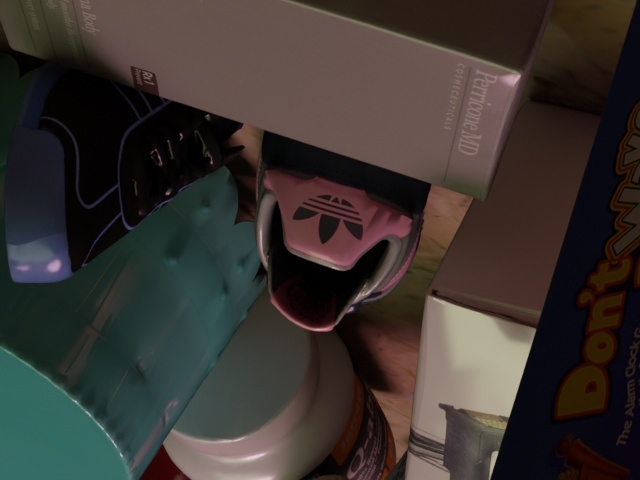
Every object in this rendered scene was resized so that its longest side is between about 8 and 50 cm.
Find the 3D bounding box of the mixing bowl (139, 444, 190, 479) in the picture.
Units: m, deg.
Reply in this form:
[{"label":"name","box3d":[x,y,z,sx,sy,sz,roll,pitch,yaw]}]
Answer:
[{"label":"mixing bowl","box3d":[-0.127,0.253,1.745,0.181,0.098,0.181,18,160,7]}]

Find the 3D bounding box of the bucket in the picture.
[{"label":"bucket","box3d":[-0.189,0.036,1.040,0.281,0.183,0.281,20,147,13]}]

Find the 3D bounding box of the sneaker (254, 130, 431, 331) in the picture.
[{"label":"sneaker","box3d":[0.000,0.000,0.927,0.112,0.131,0.319,17,160,6]}]

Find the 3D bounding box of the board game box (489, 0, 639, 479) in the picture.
[{"label":"board game box","box3d":[0.188,0.028,0.512,0.233,0.347,0.078,31,157,-28]}]

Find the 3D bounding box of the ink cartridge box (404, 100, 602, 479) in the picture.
[{"label":"ink cartridge box","box3d":[0.115,0.073,0.829,0.100,0.172,0.237,16,131,14]}]

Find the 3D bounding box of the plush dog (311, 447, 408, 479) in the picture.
[{"label":"plush dog","box3d":[0.097,0.284,1.126,0.210,0.262,0.225,-34,120,30]}]

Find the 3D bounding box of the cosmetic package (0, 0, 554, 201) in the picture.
[{"label":"cosmetic package","box3d":[-0.017,-0.115,0.691,0.238,0.107,0.127,20,158,9]}]

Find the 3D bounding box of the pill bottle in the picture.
[{"label":"pill bottle","box3d":[-0.039,0.142,1.282,0.162,0.162,0.278,13,159,19]}]

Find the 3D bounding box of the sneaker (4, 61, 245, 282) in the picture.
[{"label":"sneaker","box3d":[-0.085,-0.055,0.777,0.090,0.232,0.081,4,124,7]}]
